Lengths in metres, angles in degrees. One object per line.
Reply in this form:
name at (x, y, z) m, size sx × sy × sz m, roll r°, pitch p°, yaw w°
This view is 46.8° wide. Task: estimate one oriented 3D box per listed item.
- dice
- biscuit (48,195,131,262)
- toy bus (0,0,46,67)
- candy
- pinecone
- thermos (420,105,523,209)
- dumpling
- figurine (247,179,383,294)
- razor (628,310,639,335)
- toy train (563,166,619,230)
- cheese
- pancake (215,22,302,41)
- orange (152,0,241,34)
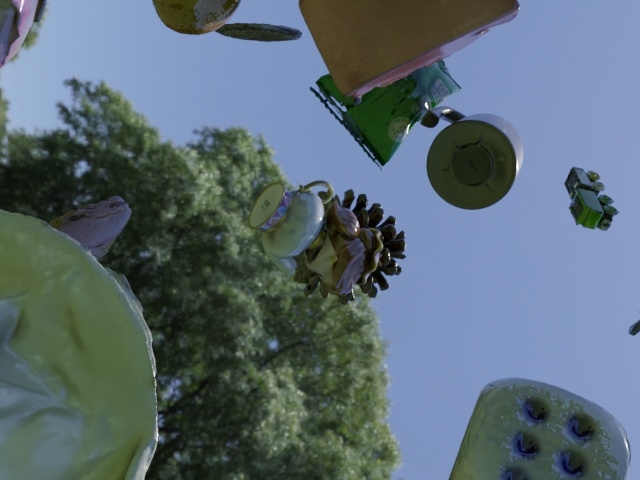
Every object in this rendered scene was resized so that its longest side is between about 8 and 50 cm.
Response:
dice at (0.264, 0.301, 0.930) m, size 0.194 × 0.193 × 0.192 m, roll 21°, pitch -35°, yaw 17°
biscuit at (-0.470, 0.042, 1.296) m, size 0.052 × 0.262 × 0.277 m, roll 49°, pitch -63°, yaw 9°
toy bus at (-0.530, -0.358, 0.886) m, size 0.171 × 0.386 × 0.162 m, roll -52°, pitch -151°, yaw 39°
candy at (0.098, -0.209, 0.981) m, size 0.141 × 0.203 × 0.078 m, roll 46°, pitch -19°, yaw -3°
pinecone at (0.069, 0.018, 1.619) m, size 0.264 × 0.264 × 0.264 m, roll 14°, pitch -74°, yaw 57°
thermos at (0.193, -0.122, 0.932) m, size 0.137 × 0.193 × 0.105 m, roll 36°, pitch -63°, yaw 8°
dumpling at (-0.267, 0.133, 0.564) m, size 0.395 × 0.315 × 0.233 m, roll 58°, pitch -2°, yaw 30°
figurine at (0.000, 0.000, 1.364) m, size 0.189 × 0.263 × 0.142 m, roll -51°, pitch -153°, yaw 11°
razor at (0.613, 0.154, 1.386) m, size 0.066 × 0.033 × 0.190 m, roll 31°, pitch -9°, yaw 16°
toy train at (0.571, -0.091, 1.580) m, size 0.202 × 0.081 × 0.060 m, roll -84°, pitch -171°, yaw -56°
cheese at (0.116, -0.247, 0.770) m, size 0.177 × 0.203 × 0.128 m, roll -18°, pitch -81°, yaw 48°
pancake at (-0.077, -0.260, 0.924) m, size 0.115 × 0.115 × 0.011 m, roll 14°, pitch -75°, yaw 57°
orange at (-0.124, -0.253, 0.745) m, size 0.085 × 0.095 × 0.085 m, roll 57°, pitch -17°, yaw 28°
